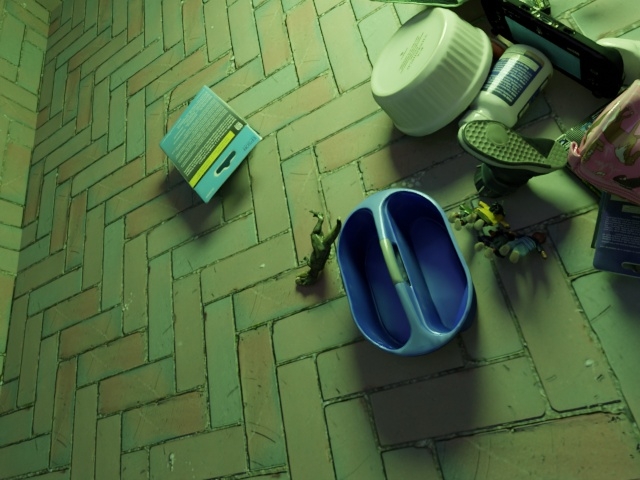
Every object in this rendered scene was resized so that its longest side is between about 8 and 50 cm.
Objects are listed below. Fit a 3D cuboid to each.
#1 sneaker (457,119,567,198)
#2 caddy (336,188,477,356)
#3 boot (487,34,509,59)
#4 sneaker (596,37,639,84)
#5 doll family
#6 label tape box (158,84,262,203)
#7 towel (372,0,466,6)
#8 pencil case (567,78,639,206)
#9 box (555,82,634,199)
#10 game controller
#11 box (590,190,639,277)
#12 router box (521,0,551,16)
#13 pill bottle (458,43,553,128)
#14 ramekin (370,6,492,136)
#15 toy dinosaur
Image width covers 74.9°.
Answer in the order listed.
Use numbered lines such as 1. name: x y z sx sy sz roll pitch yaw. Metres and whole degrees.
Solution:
1. sneaker: 0.324 -0.148 0.807 0.163 0.226 0.086 149 129 -65
2. caddy: 0.168 0.061 0.842 0.241 0.179 0.342 -26 62 21
3. boot: 0.364 -0.434 0.981 0.157 0.059 0.085 34 100 38
4. sneaker: 0.633 -0.346 0.788 0.212 0.080 0.094 33 79 27
5. doll family: 0.352 -0.020 0.821 0.193 0.111 0.076 55 140 26
6. label tape box: -0.323 -0.286 1.290 0.249 0.115 0.348 -49 59 7
7. towel: 0.292 -0.612 0.985 0.247 0.038 0.324 27 50 33
8. pencil case: 0.571 -0.079 0.599 0.386 0.160 0.167 38 53 19
9. box: 0.570 -0.171 0.771 0.190 0.045 0.184 -37 57 14
10. game controller: 0.452 -0.393 0.828 0.319 0.166 0.067 49 120 26
11. box: 0.550 -0.048 0.704 0.136 0.036 0.226 12 89 21
12. router box: 0.467 -0.548 0.967 0.092 0.038 0.123 -16 65 24
13. pill bottle: 0.384 -0.302 0.884 0.112 0.112 0.187 41 95 34
14. ramekin: 0.230 -0.383 0.936 0.272 0.127 0.273 -36 41 38
15. toy dinosaur: 0.000 0.000 0.990 0.268 0.063 0.118 116 152 -45
